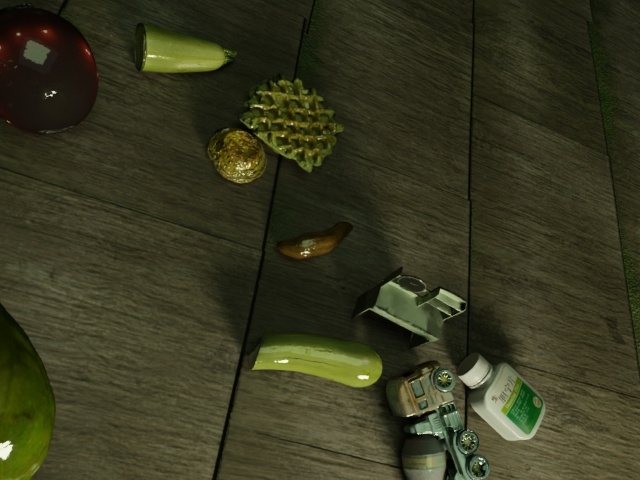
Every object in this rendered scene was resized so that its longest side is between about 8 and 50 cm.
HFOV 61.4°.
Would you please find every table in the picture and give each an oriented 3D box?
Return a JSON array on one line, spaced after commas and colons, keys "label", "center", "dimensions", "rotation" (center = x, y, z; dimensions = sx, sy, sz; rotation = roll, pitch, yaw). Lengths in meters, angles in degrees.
[{"label": "table", "center": [0.166, 0.135, 1.033], "dimensions": [0.146, 0.175, 0.062], "rotation": [28, 58, -11]}]

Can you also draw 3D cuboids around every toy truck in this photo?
[{"label": "toy truck", "center": [0.201, 0.363, 0.993], "dimensions": [0.140, 0.108, 0.257], "rotation": [-16, 78, -16]}]

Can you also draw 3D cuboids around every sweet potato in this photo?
[{"label": "sweet potato", "center": [0.001, 0.002, 1.090], "dimensions": [0.182, 0.054, 0.053], "rotation": [-18, 85, -33]}]

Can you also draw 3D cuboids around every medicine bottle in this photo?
[{"label": "medicine bottle", "center": [0.368, 0.316, 1.111], "dimensions": [0.183, 0.069, 0.119], "rotation": [43, 59, -1]}]

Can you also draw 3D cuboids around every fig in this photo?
[{"label": "fig", "center": [-0.490, 0.197, 0.704], "dimensions": [0.233, 0.233, 0.314], "rotation": [-29, 54, -32]}]

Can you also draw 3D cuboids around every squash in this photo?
[{"label": "squash", "center": [-0.003, 0.213, 0.977], "dimensions": [0.250, 0.083, 0.083], "rotation": [13, 63, -17]}, {"label": "squash", "center": [-0.274, -0.395, 1.128], "dimensions": [0.224, 0.094, 0.094], "rotation": [-8, 71, -35]}]

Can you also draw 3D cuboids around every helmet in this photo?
[{"label": "helmet", "center": [-0.486, -0.293, 0.928], "dimensions": [0.189, 0.193, 0.216], "rotation": [-19, 106, -32]}]

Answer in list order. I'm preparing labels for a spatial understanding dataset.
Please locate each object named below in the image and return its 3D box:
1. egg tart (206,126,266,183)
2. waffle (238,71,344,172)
[{"label": "egg tart", "center": [-0.166, -0.178, 1.092], "dimensions": [0.130, 0.052, 0.130], "rotation": [11, 65, -24]}, {"label": "waffle", "center": [-0.061, -0.265, 1.179], "dimensions": [0.223, 0.054, 0.204], "rotation": [36, 57, -9]}]
